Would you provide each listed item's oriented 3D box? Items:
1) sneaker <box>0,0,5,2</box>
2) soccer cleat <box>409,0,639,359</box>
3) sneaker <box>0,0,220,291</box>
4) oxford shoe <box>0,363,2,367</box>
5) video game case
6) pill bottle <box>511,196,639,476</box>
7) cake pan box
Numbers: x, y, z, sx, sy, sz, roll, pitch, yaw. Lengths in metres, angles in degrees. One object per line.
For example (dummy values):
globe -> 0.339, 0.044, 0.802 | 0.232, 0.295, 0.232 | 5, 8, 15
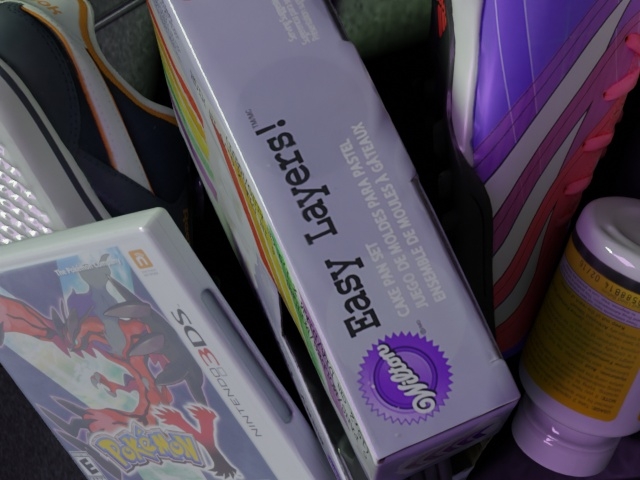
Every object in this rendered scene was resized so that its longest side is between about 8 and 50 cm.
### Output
sneaker -> -0.301, -0.311, 0.964 | 0.148, 0.131, 0.350 | -5, 95, 44
soccer cleat -> 0.099, -0.080, 0.599 | 0.108, 0.116, 0.318 | -100, 6, -59
sneaker -> -0.120, 0.001, 0.855 | 0.126, 0.127, 0.321 | 3, 126, 37
oxford shoe -> -0.206, 0.017, 0.974 | 0.096, 0.083, 0.227 | 45, 130, 27
video game case -> -0.107, 0.073, 0.796 | 0.201, 0.023, 0.183 | -11, 119, 45
pill bottle -> 0.125, 0.045, 0.619 | 0.065, 0.065, 0.116 | 40, 126, 35
cake pan box -> 0.000, 0.000, 0.656 | 0.246, 0.070, 0.266 | 85, 160, -75
